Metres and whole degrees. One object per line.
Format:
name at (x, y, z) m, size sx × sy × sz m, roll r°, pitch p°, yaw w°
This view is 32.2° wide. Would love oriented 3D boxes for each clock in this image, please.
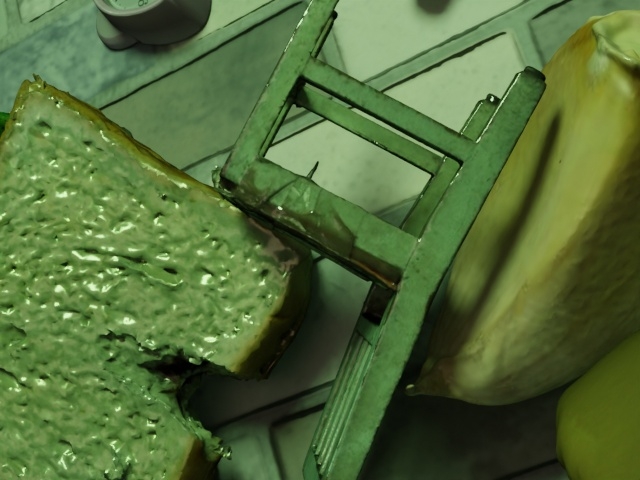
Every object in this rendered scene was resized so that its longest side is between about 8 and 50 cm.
clock at (-0.149, -0.233, 0.896) m, size 0.110 × 0.050 × 0.153 m, roll -13°, pitch 71°, yaw 23°

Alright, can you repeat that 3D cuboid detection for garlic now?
garlic at (0.142, -0.011, 0.634) m, size 0.145 × 0.164 × 0.245 m, roll 34°, pitch 102°, yaw 27°

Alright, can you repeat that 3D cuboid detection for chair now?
chair at (0.000, 0.000, 0.643) m, size 0.147 × 0.136 × 0.270 m, roll 27°, pitch 90°, yaw -3°

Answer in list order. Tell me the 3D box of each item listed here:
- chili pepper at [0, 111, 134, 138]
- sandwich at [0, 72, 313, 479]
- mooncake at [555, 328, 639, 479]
chili pepper at (-0.251, -0.067, 0.900) m, size 0.226 × 0.059 × 0.088 m, roll 14°, pitch 90°, yaw 31°
sandwich at (-0.155, 0.065, 0.764) m, size 0.249 × 0.095 × 0.273 m, roll 30°, pitch 89°, yaw 6°
mooncake at (0.208, 0.134, 0.536) m, size 0.117 × 0.235 × 0.235 m, roll -47°, pitch 62°, yaw 11°
